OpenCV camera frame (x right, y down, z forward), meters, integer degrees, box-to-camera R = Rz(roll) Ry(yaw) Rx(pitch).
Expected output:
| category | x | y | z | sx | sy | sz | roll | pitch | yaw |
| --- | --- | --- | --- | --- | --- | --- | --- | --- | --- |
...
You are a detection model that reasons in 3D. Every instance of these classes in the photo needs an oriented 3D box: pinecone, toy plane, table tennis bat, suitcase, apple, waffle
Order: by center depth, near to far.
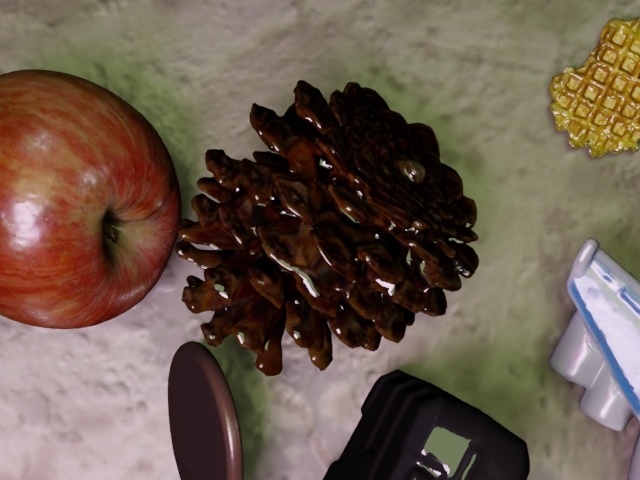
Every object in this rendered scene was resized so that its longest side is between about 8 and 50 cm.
| category | x | y | z | sx | sy | sz | roll | pitch | yaw |
| --- | --- | --- | --- | --- | --- | --- | --- | --- | --- |
| suitcase | 0.007 | 0.211 | 0.845 | 0.066 | 0.206 | 0.285 | 29 | 87 | -5 |
| toy plane | 0.259 | 0.078 | 0.873 | 0.267 | 0.122 | 0.267 | 3 | 100 | 19 |
| pinecone | -0.008 | 0.001 | 0.890 | 0.165 | 0.163 | 0.163 | -41 | 86 | 23 |
| table tennis bat | -0.113 | 0.148 | 0.893 | 0.119 | 0.107 | 0.170 | -8 | 108 | -23 |
| apple | -0.157 | -0.025 | 0.898 | 0.131 | 0.146 | 0.146 | 21 | 87 | 26 |
| waffle | 0.180 | -0.091 | 0.954 | 0.085 | 0.016 | 0.078 | -31 | 85 | 0 |
